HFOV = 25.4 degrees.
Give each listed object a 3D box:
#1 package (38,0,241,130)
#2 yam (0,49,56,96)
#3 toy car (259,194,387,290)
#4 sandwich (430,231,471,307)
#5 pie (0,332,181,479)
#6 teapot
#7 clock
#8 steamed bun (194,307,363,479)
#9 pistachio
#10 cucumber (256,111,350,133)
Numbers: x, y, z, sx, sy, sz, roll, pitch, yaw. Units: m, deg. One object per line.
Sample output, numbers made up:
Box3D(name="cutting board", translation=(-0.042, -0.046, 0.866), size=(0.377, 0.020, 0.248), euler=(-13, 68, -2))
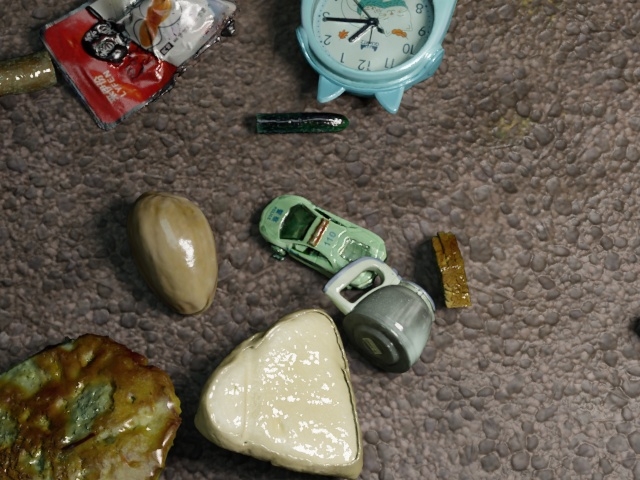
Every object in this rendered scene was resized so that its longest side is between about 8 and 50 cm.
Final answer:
Box3D(name="package", translation=(-0.256, -0.305, 2.074), size=(0.269, 0.071, 0.194), euler=(-38, 70, 5))
Box3D(name="yam", translation=(-0.505, -0.213, 2.032), size=(0.253, 0.061, 0.061), euler=(-20, 70, -19))
Box3D(name="toy car", translation=(0.000, 0.000, 1.951), size=(0.186, 0.058, 0.093), euler=(28, 76, 11))
Box3D(name="sandwich", translation=(0.175, 0.041, 1.918), size=(0.036, 0.093, 0.105), euler=(-12, 38, 1))
Box3D(name="pie", translation=(-0.339, 0.277, 1.822), size=(0.355, 0.103, 0.288), euler=(-28, 54, -1))
Box3D(name="teapot", translation=(0.086, 0.098, 1.894), size=(0.149, 0.111, 0.108), euler=(29, 57, 24))
Box3D(name="clock", translation=(0.075, -0.308, 2.033), size=(0.224, 0.094, 0.274), euler=(11, 75, 8))
Box3D(name="steamed bun", translation=(-0.064, 0.210, 1.855), size=(0.213, 0.110, 0.231), euler=(-1, 66, -20))
Box3D(name="pistachio", translation=(-0.200, 0.014, 1.938), size=(0.126, 0.108, 0.185), euler=(-31, 78, 18))
Box3D(name="cucumber", translation=(-0.024, -0.167, 2.023), size=(0.133, 0.032, 0.032), euler=(0, 71, 3))
